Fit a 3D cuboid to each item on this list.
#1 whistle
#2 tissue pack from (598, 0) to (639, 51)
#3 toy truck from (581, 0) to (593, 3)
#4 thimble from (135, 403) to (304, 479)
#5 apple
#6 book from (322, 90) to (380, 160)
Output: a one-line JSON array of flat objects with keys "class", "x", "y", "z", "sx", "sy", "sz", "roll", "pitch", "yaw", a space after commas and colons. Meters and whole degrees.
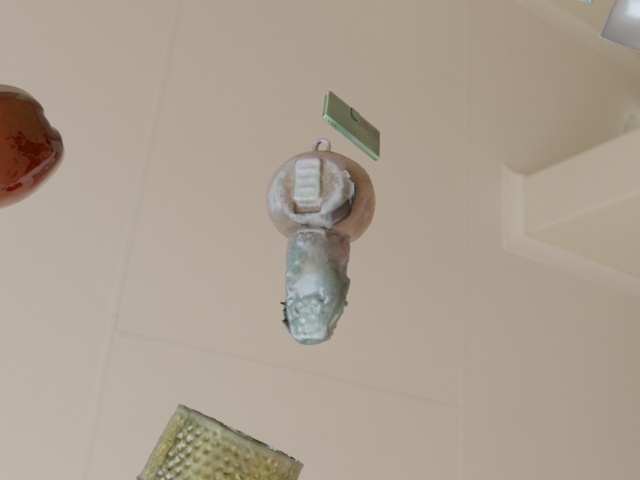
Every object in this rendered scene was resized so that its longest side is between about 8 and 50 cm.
[{"class": "whistle", "x": 0.000, "y": 0.000, "z": 1.153, "sx": 0.189, "sy": 0.189, "sz": 0.348, "roll": 12, "pitch": -109, "yaw": -30}, {"class": "tissue pack", "x": 0.552, "y": -0.306, "z": 1.004, "sx": 0.159, "sy": 0.136, "sz": 0.246, "roll": -1, "pitch": -148, "yaw": -38}, {"class": "toy truck", "x": 0.545, "y": -0.579, "z": 1.279, "sx": 0.133, "sy": 0.184, "sz": 0.338, "roll": 34, "pitch": -109, "yaw": -65}, {"class": "thimble", "x": -0.174, "y": 0.412, "z": 1.270, "sx": 0.271, "sy": 0.271, "sz": 0.150, "roll": 33, "pitch": -106, "yaw": -21}, {"class": "apple", "x": -0.593, "y": -0.174, "z": 1.291, "sx": 0.234, "sy": 0.234, "sz": 0.234, "roll": 11, "pitch": -112, "yaw": -31}, {"class": "book", "x": 0.060, "y": -0.220, "z": 1.345, "sx": 0.135, "sy": 0.017, "sz": 0.103, "roll": 36, "pitch": -147, "yaw": -22}]
